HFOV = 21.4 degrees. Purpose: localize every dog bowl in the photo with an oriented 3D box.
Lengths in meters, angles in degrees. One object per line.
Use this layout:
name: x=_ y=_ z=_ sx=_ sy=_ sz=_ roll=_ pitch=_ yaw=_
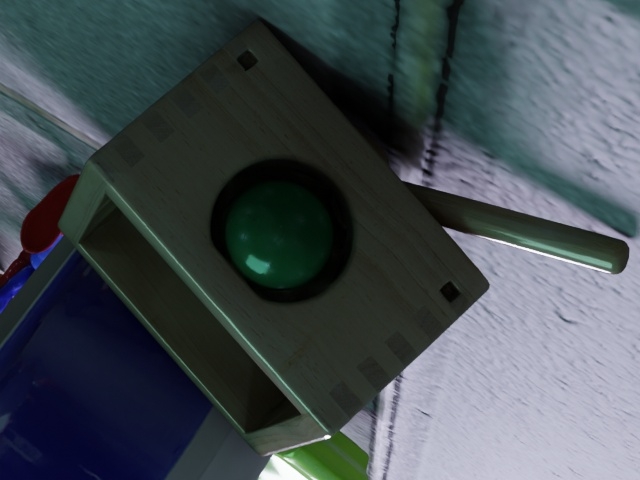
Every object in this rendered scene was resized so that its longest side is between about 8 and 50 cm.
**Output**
dog bowl: x=-0.112 y=0.091 z=0.714 sx=0.104 sy=0.265 sz=0.265 roll=38 pitch=166 yaw=-8

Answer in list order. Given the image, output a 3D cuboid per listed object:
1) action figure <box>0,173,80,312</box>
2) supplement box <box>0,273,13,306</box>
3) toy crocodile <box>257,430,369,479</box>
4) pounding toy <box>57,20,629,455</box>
action figure: x=-0.162 y=0.052 z=0.983 sx=0.091 sy=0.139 sz=0.280 roll=36 pitch=169 yaw=-5
supplement box: x=-0.338 y=0.081 z=1.274 sx=0.191 sy=0.129 sz=0.194 roll=19 pitch=-171 yaw=-20
toy crocodile: x=-0.098 y=0.119 z=1.099 sx=0.340 sy=0.105 sz=0.115 roll=11 pitch=154 yaw=49
pounding toy: x=0.000 y=0.000 z=0.549 sx=0.130 sy=0.100 sz=0.141 roll=49 pitch=163 yaw=-1
